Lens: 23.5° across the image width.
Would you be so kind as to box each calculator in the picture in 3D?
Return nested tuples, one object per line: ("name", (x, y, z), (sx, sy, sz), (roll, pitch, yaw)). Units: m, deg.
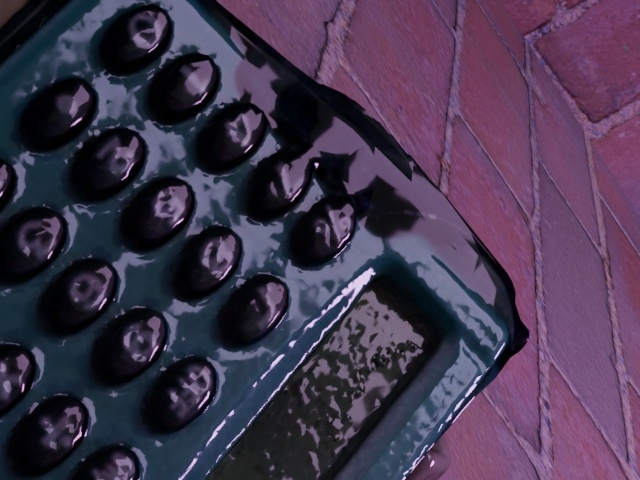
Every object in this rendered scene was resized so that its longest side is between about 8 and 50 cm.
("calculator", (-0.062, 0.027, 0.647), (0.274, 0.058, 0.248), (46, 62, -10))

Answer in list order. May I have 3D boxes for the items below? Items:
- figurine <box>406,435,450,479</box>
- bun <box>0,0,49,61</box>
("figurine", (-0.046, 0.031, 0.816), (0.308, 0.143, 0.308), (21, 27, -11))
("bun", (-0.168, -0.123, 0.742), (0.164, 0.111, 0.188), (33, 9, 26))
